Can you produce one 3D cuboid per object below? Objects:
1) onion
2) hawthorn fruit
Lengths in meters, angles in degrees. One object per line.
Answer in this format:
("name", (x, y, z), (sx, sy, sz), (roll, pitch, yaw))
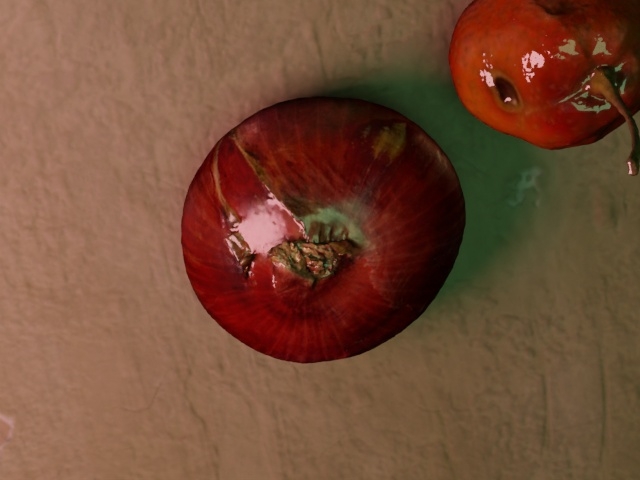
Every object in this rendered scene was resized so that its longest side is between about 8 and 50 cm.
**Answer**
("onion", (0.002, -0.002, 1.354), (0.248, 0.161, 0.248), (-7, 131, -8))
("hawthorn fruit", (0.211, -0.132, 1.257), (0.165, 0.285, 0.165), (-6, 112, -16))
